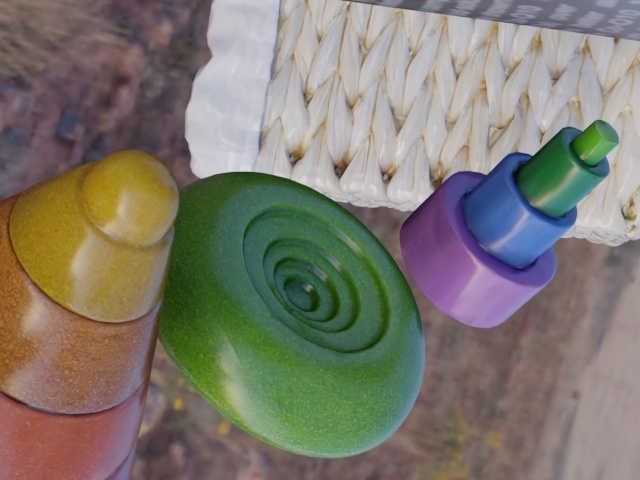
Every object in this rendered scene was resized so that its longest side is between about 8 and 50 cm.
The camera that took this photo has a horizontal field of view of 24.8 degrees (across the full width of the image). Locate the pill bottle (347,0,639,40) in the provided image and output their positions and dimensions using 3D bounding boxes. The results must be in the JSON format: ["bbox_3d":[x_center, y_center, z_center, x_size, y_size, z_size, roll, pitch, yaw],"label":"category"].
[{"bbox_3d":[0.057,-0.152,0.325,0.210,0.363,0.210,-173,-90,-86],"label":"pill bottle"}]

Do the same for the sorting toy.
[{"bbox_3d":[0.000,0.000,0.519,0.365,0.127,0.126,-13,154,-48],"label":"sorting toy"}]

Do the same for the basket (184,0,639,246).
[{"bbox_3d":[0.098,-0.164,0.929,0.328,0.266,0.331,4,98,-81],"label":"basket"}]
